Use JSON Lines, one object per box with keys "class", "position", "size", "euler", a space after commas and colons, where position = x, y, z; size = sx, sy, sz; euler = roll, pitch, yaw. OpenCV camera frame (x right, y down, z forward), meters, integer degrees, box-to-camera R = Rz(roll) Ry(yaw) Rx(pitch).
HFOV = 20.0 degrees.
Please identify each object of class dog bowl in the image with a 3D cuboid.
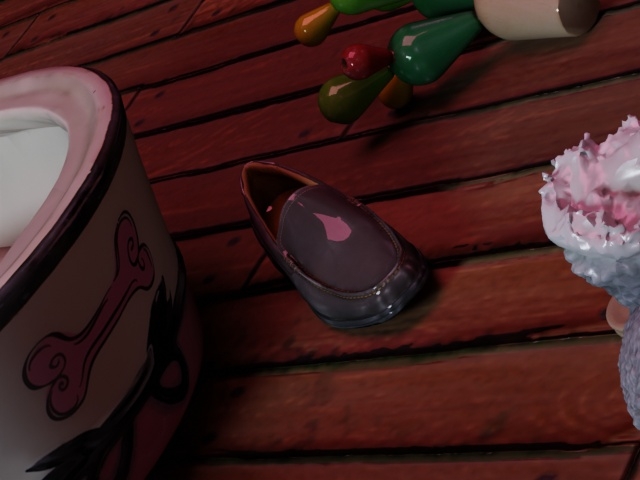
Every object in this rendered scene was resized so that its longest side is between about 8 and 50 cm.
{"class": "dog bowl", "position": [-0.242, 0.085, 1.007], "size": [0.408, 0.150, 0.408], "euler": [-28, 25, 14]}

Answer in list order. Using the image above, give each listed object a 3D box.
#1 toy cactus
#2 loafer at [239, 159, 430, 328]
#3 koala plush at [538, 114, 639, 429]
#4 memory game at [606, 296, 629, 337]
{"class": "toy cactus", "position": [0.086, -0.156, 1.062], "size": [0.219, 0.112, 0.180], "euler": [-43, 34, -22]}
{"class": "loafer", "position": [0.000, 0.000, 0.964], "size": [0.062, 0.061, 0.170], "euler": [-46, 27, -10]}
{"class": "koala plush", "position": [0.188, 0.021, 0.545], "size": [0.221, 0.196, 0.203], "euler": [-25, 13, 33]}
{"class": "memory game", "position": [0.202, -0.007, 0.751], "size": [0.186, 0.012, 0.186], "euler": [-32, 27, 19]}
